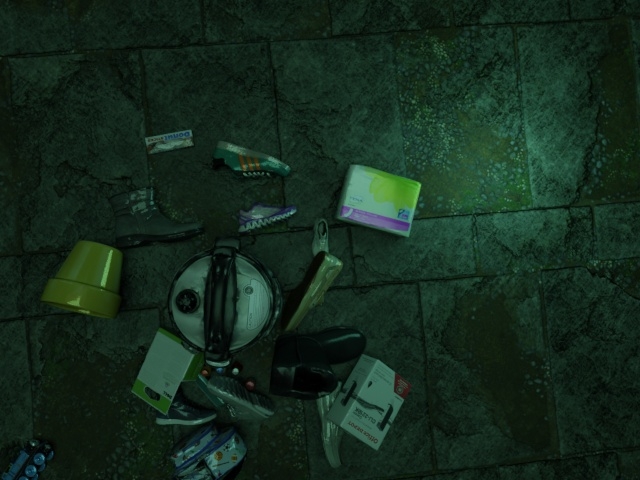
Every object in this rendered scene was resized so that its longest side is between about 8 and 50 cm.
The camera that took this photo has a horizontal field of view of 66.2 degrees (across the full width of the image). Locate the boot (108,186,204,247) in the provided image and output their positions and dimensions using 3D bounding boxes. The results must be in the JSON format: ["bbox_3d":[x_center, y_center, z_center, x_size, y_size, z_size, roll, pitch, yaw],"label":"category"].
[{"bbox_3d":[-0.617,-0.100,1.842,0.338,0.118,0.222,-7,83,-8],"label":"boot"}]

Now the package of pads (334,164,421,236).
[{"bbox_3d":[0.222,-0.156,1.898,0.296,0.101,0.229,14,88,-3],"label":"package of pads"}]

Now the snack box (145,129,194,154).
[{"bbox_3d":[-0.580,-0.379,1.895,0.178,0.022,0.064,-11,87,-4],"label":"snack box"}]

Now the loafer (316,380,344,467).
[{"bbox_3d":[0.056,0.691,1.854,0.111,0.112,0.319,-9,88,5],"label":"loafer"}]

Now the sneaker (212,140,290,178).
[{"bbox_3d":[-0.268,-0.279,1.875,0.302,0.108,0.121,18,88,5],"label":"sneaker"}]

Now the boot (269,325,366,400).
[{"bbox_3d":[0.009,0.409,1.692,0.367,0.445,0.146,-8,89,-4],"label":"boot"}]

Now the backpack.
[{"bbox_3d":[-0.401,0.774,1.764,0.263,0.276,0.213,-24,91,-17],"label":"backpack"}]

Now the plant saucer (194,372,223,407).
[{"bbox_3d":[-0.433,0.553,1.854,0.192,0.067,0.018,49,42,0],"label":"plant saucer"}]

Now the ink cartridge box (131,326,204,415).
[{"bbox_3d":[-0.550,0.473,1.797,0.189,0.097,0.255,23,87,24],"label":"ink cartridge box"}]

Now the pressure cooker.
[{"bbox_3d":[-0.328,0.209,1.693,0.375,0.420,0.370,-39,90,-5],"label":"pressure cooker"}]

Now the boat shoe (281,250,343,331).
[{"bbox_3d":[-0.031,0.208,1.860,0.110,0.121,0.341,29,97,-25],"label":"boat shoe"}]

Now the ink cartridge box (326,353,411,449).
[{"bbox_3d":[0.179,0.593,1.809,0.197,0.114,0.273,40,73,-21],"label":"ink cartridge box"}]

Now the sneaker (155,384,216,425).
[{"bbox_3d":[-0.502,0.598,1.834,0.226,0.086,0.163,0,91,-2],"label":"sneaker"}]

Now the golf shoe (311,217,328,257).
[{"bbox_3d":[0.000,0.000,1.888,0.069,0.086,0.176,-3,90,-6],"label":"golf shoe"}]

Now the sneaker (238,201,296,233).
[{"bbox_3d":[-0.211,-0.104,1.878,0.236,0.095,0.104,-17,82,-3],"label":"sneaker"}]

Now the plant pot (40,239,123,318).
[{"bbox_3d":[-0.827,0.136,1.763,0.254,0.254,0.239,13,73,-3],"label":"plant pot"}]

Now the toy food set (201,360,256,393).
[{"bbox_3d":[-0.331,0.523,1.838,0.232,0.104,0.111,40,86,-2],"label":"toy food set"}]

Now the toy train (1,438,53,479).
[{"bbox_3d":[-1.067,0.814,1.797,0.105,0.080,0.184,33,87,4],"label":"toy train"}]

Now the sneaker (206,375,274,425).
[{"bbox_3d":[-0.303,0.595,1.778,0.281,0.105,0.115,38,99,-22],"label":"sneaker"}]
